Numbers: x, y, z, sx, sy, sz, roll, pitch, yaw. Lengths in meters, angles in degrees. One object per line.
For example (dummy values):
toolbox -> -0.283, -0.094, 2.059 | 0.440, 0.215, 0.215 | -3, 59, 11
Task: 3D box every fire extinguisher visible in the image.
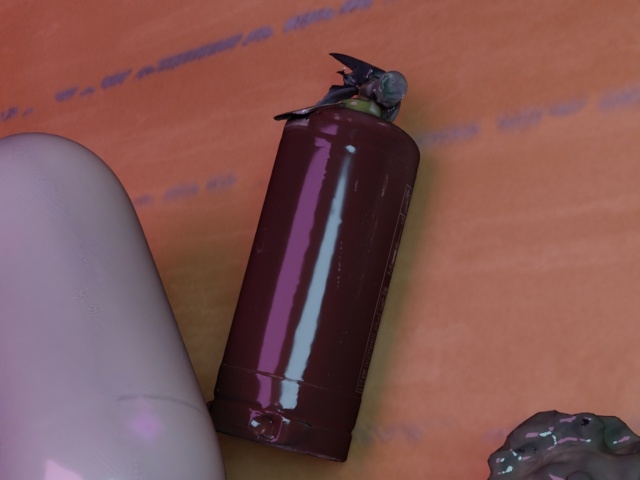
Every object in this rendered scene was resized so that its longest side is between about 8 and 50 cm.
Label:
fire extinguisher -> 0.000, 0.000, 0.788 | 0.105, 0.105, 0.269 | 5, 79, 44

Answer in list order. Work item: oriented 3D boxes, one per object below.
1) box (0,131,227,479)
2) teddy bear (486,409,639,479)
box -> -0.164, 0.121, 0.802 | 0.288, 0.141, 0.349 | 104, 150, -45
teddy bear -> 0.130, 0.198, 0.404 | 0.357, 0.367, 0.224 | -3, 96, 45
